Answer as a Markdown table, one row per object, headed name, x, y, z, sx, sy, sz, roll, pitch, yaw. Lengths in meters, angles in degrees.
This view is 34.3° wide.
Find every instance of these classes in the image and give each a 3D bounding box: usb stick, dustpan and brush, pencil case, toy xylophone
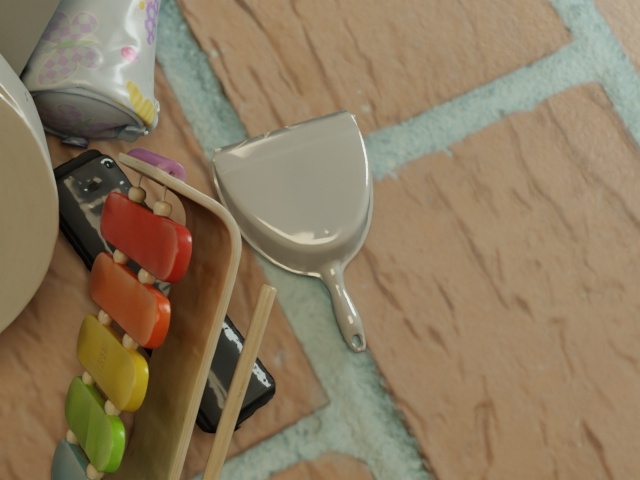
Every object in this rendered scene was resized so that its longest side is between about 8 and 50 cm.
| name | x | y | z | sx | sy | sz | roll | pitch | yaw |
| --- | --- | --- | --- | --- | --- | --- | --- | --- | --- |
| usb stick | -0.143 | 0.044 | 0.905 | 0.077 | 0.045 | 0.278 | -35 | 82 | -16 |
| dustpan and brush | 0.000 | 0.000 | 0.945 | 0.147 | 0.060 | 0.211 | -19 | 72 | -13 |
| pencil case | -0.194 | -0.226 | 0.938 | 0.124 | 0.113 | 0.273 | 8 | 73 | -13 |
| toy xylophone | -0.130 | 0.092 | 0.778 | 0.081 | 0.236 | 0.323 | 13 | 87 | -27 |

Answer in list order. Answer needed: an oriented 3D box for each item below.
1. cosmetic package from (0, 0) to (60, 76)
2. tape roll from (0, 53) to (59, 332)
| name | x | y | z | sx | sy | sz | roll | pitch | yaw |
| --- | --- | --- | --- | --- | --- | --- | --- | --- | --- |
| cosmetic package | -0.298 | -0.193 | 0.843 | 0.127 | 0.107 | 0.238 | 22 | 107 | -38 |
| tape roll | -0.342 | -0.036 | 0.776 | 0.286 | 0.100 | 0.286 | -9 | 120 | -15 |
